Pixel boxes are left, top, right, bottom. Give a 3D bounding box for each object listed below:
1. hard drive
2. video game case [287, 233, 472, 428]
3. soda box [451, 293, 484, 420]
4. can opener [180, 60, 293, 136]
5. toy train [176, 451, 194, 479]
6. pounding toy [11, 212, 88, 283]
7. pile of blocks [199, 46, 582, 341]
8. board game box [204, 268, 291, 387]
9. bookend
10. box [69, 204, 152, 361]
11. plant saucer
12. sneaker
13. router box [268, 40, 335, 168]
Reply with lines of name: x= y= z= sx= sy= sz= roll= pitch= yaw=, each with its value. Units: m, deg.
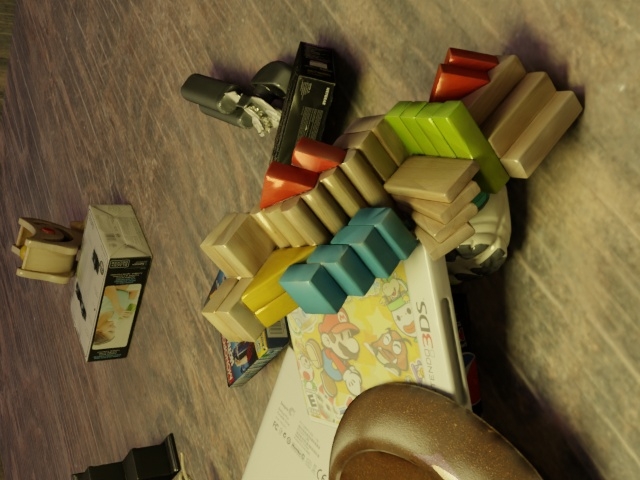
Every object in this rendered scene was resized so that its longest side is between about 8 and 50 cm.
hard drive: x=-0.029 y=0.317 z=1.028 sx=0.210 sy=0.040 sz=0.319 roll=35 pitch=110 yaw=53
video game case: x=0.044 y=0.095 z=0.802 sx=0.227 sy=0.026 sz=0.206 roll=1 pitch=106 yaw=52
soda box: x=0.117 y=0.139 z=0.818 sx=0.060 sy=0.053 sz=0.169 roll=-17 pitch=78 yaw=57
can opener: x=-0.108 y=-0.201 z=1.177 sx=0.093 sy=0.074 sz=0.280 roll=-57 pitch=34 yaw=-8
toy train: x=-0.187 y=0.472 z=1.320 sx=0.143 sy=0.105 sz=0.248 roll=110 pitch=145 yaw=-55
pounding toy: x=-0.571 y=-0.019 z=1.778 sx=0.269 sy=0.154 sz=0.155 roll=-113 pitch=40 yaw=-78
pile of blocks: x=0.036 y=-0.045 z=0.696 sx=0.362 sy=0.113 sz=0.149 roll=-37 pitch=27 yaw=5
board game box: x=-0.100 y=0.096 z=1.164 sx=0.194 sy=0.060 sz=0.194 roll=-48 pitch=46 yaw=52
bookend: x=-0.359 y=0.426 z=1.537 sx=0.156 sy=0.157 sz=0.072 roll=-52 pitch=49 yaw=48
box: x=-0.432 y=0.088 z=1.704 sx=0.169 sy=0.087 sz=0.290 roll=57 pitch=137 yaw=41
plant saucer: x=0.106 y=0.280 z=0.758 sx=0.310 sy=0.050 sz=0.311 roll=30 pitch=132 yaw=40
sneaker: x=0.090 y=-0.006 z=0.841 sx=0.275 sy=0.107 sz=0.110 roll=-20 pitch=56 yaw=53
router box: x=-0.026 y=-0.132 z=1.000 sx=0.133 sy=0.046 sz=0.179 roll=-91 pitch=16 yaw=-60
